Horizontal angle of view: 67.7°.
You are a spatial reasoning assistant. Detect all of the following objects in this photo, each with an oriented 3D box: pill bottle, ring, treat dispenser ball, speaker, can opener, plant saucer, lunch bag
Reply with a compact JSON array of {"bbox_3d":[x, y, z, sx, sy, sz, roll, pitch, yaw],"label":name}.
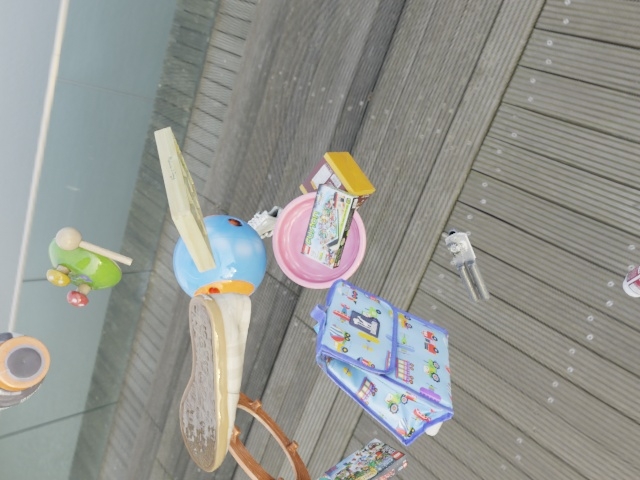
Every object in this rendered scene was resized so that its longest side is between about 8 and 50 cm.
[{"bbox_3d":[0.940,0.111,1.374,0.085,0.152,0.086,-3,68,6],"label":"pill bottle"},{"bbox_3d":[-0.124,0.457,1.087,0.032,0.336,0.336,-44,61,-1],"label":"ring"},{"bbox_3d":[-0.312,0.063,1.495,0.288,0.288,0.289,1,92,39],"label":"treat dispenser ball"},{"bbox_3d":[0.408,0.647,1.708,0.055,0.055,0.136,42,150,30],"label":"speaker"},{"bbox_3d":[0.526,0.085,1.700,0.075,0.095,0.284,-19,111,25],"label":"can opener"},{"bbox_3d":[0.000,0.000,1.661,0.331,0.084,0.333,-1,88,16],"label":"plant saucer"},{"bbox_3d":[0.103,0.213,0.939,0.293,0.221,0.138,34,122,-10],"label":"lunch bag"},{"bbox_3d":[-0.588,0.242,0.861,0.245,0.130,0.131,-23,77,32],"label":"pill bottle"}]

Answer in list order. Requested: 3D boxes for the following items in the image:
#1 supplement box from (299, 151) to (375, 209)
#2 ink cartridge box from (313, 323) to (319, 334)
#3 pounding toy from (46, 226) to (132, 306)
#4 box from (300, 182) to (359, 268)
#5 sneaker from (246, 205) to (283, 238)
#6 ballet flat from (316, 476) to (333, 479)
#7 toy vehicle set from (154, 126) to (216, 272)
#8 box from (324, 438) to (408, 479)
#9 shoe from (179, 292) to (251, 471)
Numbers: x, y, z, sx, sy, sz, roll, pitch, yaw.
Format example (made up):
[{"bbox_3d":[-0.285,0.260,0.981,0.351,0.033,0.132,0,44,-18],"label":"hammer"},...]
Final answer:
[{"bbox_3d":[0.060,-0.193,1.778,0.194,0.129,0.191,-47,68,38],"label":"supplement box"},{"bbox_3d":[0.076,0.288,1.263,0.082,0.139,0.191,-33,74,7],"label":"ink cartridge box"},{"bbox_3d":[-0.578,0.080,1.137,0.236,0.182,0.110,-31,32,49],"label":"pounding toy"},{"bbox_3d":[0.023,-0.039,1.300,0.114,0.036,0.207,24,110,27],"label":"box"},{"bbox_3d":[-0.257,-0.054,1.903,0.110,0.292,0.119,32,131,32],"label":"sneaker"},{"bbox_3d":[0.064,0.719,1.353,0.168,0.057,0.053,21,134,10],"label":"ballet flat"},{"bbox_3d":[-0.277,-0.086,0.974,0.166,0.035,0.267,81,167,-51],"label":"toy vehicle set"},{"bbox_3d":[0.151,0.755,1.574,0.159,0.232,0.044,-2,105,57],"label":"box"},{"bbox_3d":[-0.112,0.159,0.534,0.076,0.058,0.219,21,112,37],"label":"shoe"}]
